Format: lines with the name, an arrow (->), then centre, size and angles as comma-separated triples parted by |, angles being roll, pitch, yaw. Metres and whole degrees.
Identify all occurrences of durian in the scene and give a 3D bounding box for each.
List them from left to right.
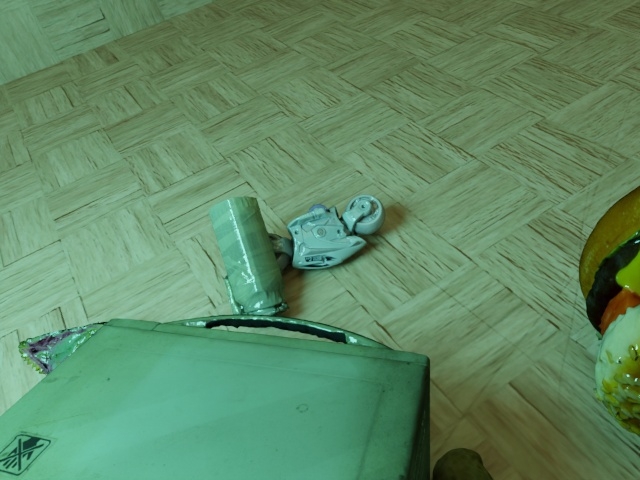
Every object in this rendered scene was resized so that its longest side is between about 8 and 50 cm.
durian -> -0.374, 0.192, 0.833 | 0.186, 0.119, 0.108 | -16, 81, 14

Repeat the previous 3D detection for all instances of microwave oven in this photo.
microwave oven -> -0.101, 0.265, 0.528 | 0.394, 0.247, 0.333 | 3, 27, 17

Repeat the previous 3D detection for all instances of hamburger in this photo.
hamburger -> 0.457, 0.084, 0.556 | 0.330, 0.330, 0.250 | 4, 48, 17

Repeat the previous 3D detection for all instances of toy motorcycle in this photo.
toy motorcycle -> 0.000, 0.000, 0.922 | 0.254, 0.112, 0.112 | -23, 44, -2

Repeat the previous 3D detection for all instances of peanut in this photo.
peanut -> 0.158, 0.319, 0.566 | 0.089, 0.089, 0.193 | 1, 41, 14

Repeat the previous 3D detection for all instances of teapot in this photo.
teapot -> -0.128, 0.038, 0.862 | 0.107, 0.077, 0.200 | -25, 79, 32
